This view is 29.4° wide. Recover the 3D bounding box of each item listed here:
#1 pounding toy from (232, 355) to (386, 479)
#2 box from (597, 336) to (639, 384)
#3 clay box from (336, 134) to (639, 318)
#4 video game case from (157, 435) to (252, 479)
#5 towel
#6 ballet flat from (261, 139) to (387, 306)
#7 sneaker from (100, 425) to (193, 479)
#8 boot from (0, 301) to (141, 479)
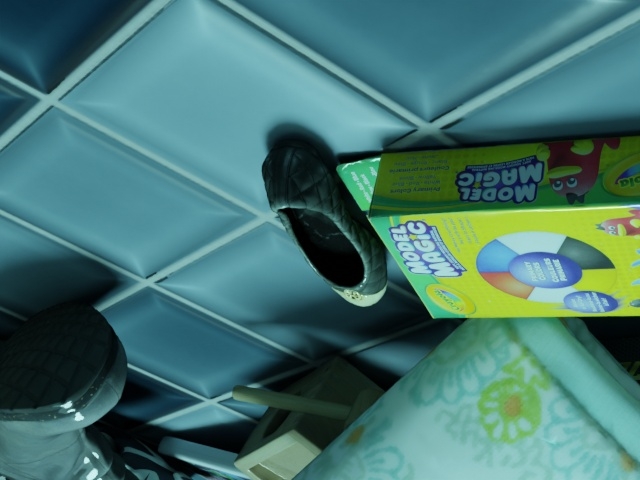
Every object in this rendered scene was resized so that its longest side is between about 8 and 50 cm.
[{"bbox_3d":[0.017,0.147,1.003,0.181,0.094,0.206,39,145,-8],"label":"pounding toy"},{"bbox_3d":[0.289,0.133,0.903,0.232,0.059,0.183,-7,147,32],"label":"box"},{"bbox_3d":[0.127,-0.003,0.730,0.222,0.053,0.127,-4,147,25],"label":"clay box"},{"bbox_3d":[-0.042,0.256,1.232,0.183,0.023,0.201,38,158,-34],"label":"video game case"},{"bbox_3d":[0.150,0.260,0.819,0.320,0.374,0.090,-44,168,14],"label":"towel"},{"bbox_3d":[0.000,0.000,0.788,0.057,0.049,0.173,0,149,24],"label":"ballet flat"},{"bbox_3d":[-0.213,0.255,1.298,0.153,0.094,0.235,39,167,-9],"label":"sneaker"},{"bbox_3d":[-0.208,0.176,1.061,0.223,0.118,0.338,50,150,-19],"label":"boot"}]
